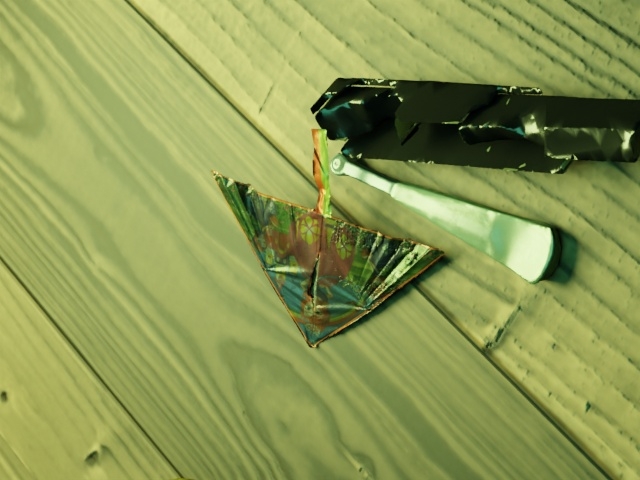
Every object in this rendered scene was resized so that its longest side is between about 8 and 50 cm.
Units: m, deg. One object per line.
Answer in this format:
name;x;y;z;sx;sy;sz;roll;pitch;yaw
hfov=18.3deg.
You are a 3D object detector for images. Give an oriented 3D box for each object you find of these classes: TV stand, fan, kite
TV stand;0.100;-0.072;1.239;0.249;0.036;0.042;7;135;43
fan;0.078;-0.022;1.283;0.193;0.016;0.038;27;104;39
kite;0.000;0.000;1.337;0.190;0.010;0.159;20;119;28

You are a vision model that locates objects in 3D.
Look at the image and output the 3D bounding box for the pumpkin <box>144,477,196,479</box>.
pumpkin;-0.164;0.337;1.363;0.242;0.232;0.325;17;104;39
